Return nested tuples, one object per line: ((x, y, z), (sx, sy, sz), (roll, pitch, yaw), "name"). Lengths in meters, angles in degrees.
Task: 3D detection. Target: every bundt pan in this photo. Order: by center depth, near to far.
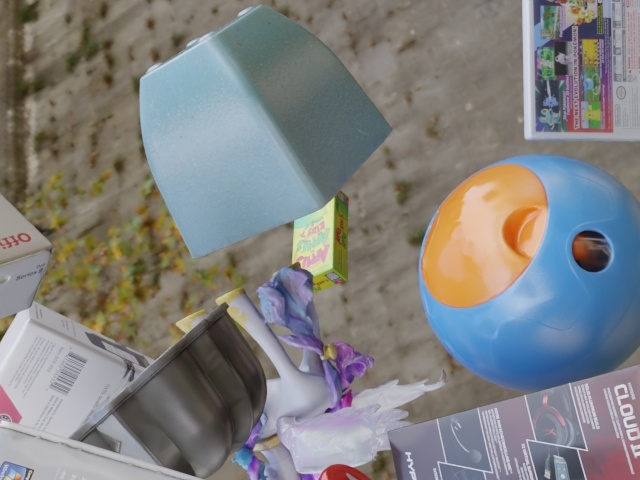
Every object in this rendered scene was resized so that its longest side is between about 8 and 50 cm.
((-0.182, 0.215, 0.985), (0.124, 0.331, 0.331), (48, -164, 0), "bundt pan")

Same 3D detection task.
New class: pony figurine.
((-0.024, 0.226, 1.373), (0.363, 0.351, 0.303), (64, -159, 4), "pony figurine")

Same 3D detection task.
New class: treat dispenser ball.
((0.263, 0.040, 1.149), (0.288, 0.288, 0.288), (57, -163, -29), "treat dispenser ball")

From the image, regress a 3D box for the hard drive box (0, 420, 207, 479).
((-0.041, 0.179, 0.483), (0.181, 0.232, 0.089), (64, -140, -64), "hard drive box")

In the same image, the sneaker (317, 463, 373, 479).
((0.085, 0.318, 1.017), (0.279, 0.107, 0.118), (43, 131, 51), "sneaker")

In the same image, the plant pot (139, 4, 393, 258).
((-0.100, -0.166, 1.301), (0.252, 0.248, 0.247), (58, -142, -15), "plant pot")

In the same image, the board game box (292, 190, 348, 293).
((0.000, 0.000, 1.656), (0.043, 0.092, 0.181), (40, -141, -38), "board game box")

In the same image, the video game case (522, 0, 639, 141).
((0.332, -0.219, 1.139), (0.023, 0.183, 0.201), (164, 105, -83), "video game case")

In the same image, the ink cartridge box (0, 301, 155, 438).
((-0.306, 0.209, 1.208), (0.237, 0.172, 0.100), (30, -178, -22), "ink cartridge box")

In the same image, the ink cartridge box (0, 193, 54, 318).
((-0.394, -0.009, 0.936), (0.212, 0.093, 0.154), (39, -148, 18), "ink cartridge box")

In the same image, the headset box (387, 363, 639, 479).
((0.250, 0.209, 0.947), (0.218, 0.293, 0.110), (21, -127, -57), "headset box")
